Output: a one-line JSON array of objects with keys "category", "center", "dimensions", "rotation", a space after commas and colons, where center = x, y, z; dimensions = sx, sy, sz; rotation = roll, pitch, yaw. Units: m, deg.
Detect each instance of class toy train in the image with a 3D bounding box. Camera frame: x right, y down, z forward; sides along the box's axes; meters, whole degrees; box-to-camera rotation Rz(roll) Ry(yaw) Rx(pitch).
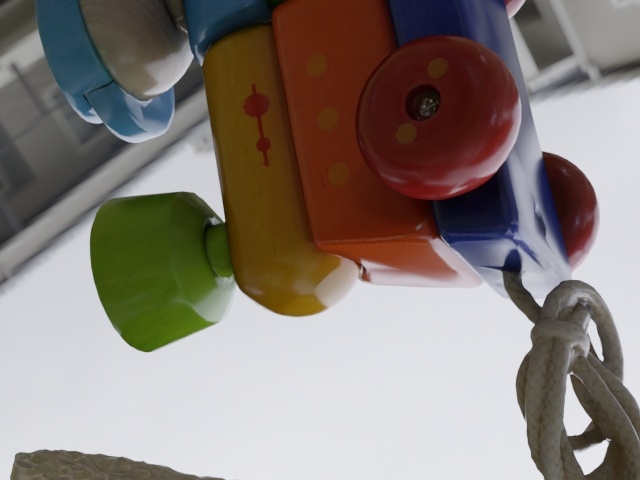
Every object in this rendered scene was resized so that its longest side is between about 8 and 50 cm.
[{"category": "toy train", "center": [0.000, 0.000, 0.426], "dimensions": [0.143, 0.105, 0.248], "rotation": [-18, -113, 18]}]

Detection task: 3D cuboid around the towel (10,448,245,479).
[{"category": "towel", "center": [-0.018, 0.155, 0.485], "dimensions": [0.187, 0.049, 0.282], "rotation": [11, -162, -10]}]
